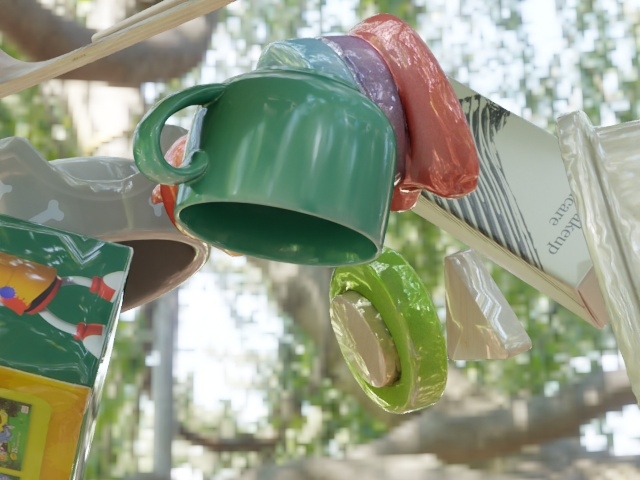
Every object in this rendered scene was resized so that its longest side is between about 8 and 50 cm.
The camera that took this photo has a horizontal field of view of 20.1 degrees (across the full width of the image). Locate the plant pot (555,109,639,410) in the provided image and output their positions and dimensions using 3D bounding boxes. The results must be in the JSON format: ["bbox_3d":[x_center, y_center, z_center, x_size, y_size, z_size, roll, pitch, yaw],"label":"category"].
[{"bbox_3d":[0.305,0.047,0.797,0.306,0.333,0.334,-20,-24,12],"label":"plant pot"}]

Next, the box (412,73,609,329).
[{"bbox_3d":[0.158,-0.045,1.564,0.275,0.113,0.094,32,-9,33],"label":"box"}]

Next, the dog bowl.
[{"bbox_3d":[-0.258,0.007,1.649,0.349,0.102,0.349,-17,-14,-4],"label":"dog bowl"}]

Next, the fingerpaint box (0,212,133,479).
[{"bbox_3d":[-0.379,0.152,1.507,0.371,0.163,0.444,14,-44,-3],"label":"fingerpaint box"}]

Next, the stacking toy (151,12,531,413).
[{"bbox_3d":[0.000,0.000,1.303,0.130,0.279,0.309,-19,-7,-23],"label":"stacking toy"}]

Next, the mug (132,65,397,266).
[{"bbox_3d":[-0.023,-0.053,1.089,0.129,0.097,0.158,4,-17,22],"label":"mug"}]

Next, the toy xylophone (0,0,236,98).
[{"bbox_3d":[-0.102,-0.167,1.078,0.323,0.081,0.236,-21,9,9],"label":"toy xylophone"}]
